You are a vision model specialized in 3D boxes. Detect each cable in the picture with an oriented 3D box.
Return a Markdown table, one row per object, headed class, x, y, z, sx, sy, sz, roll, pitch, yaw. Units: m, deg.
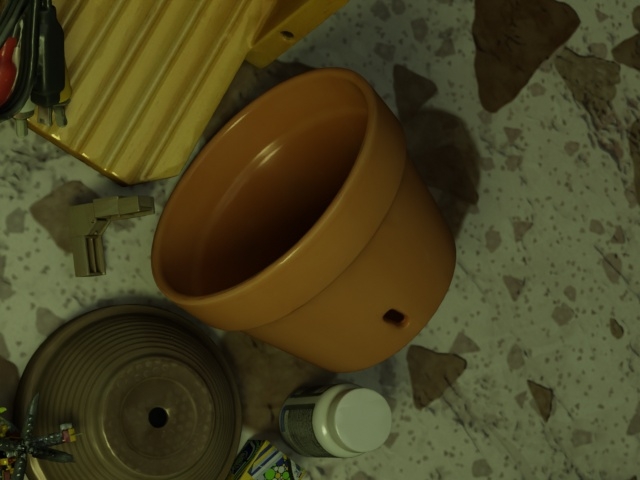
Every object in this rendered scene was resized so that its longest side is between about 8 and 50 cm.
| class | x | y | z | sx | sy | sz | roll | pitch | yaw |
| --- | --- | --- | --- | --- | --- | --- | --- | --- | --- |
| cable | -0.285 | -0.225 | 1.594 | 0.139 | 0.072 | 0.287 | -19 | 120 | -46 |

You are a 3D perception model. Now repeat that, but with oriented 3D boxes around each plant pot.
| class | x | y | z | sx | sy | sz | roll | pitch | yaw |
| --- | --- | --- | --- | --- | --- | --- | --- | --- | --- |
| plant pot | -0.180 | 0.179 | 1.691 | 0.237 | 0.109 | 0.237 | 3 | 84 | -23 |
| plant pot | 0.000 | 0.000 | 1.716 | 0.203 | 0.291 | 0.291 | 44 | 68 | -31 |

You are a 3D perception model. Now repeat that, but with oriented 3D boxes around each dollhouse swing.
| class | x | y | z | sx | sy | sz | roll | pitch | yaw |
| --- | --- | --- | --- | --- | --- | --- | --- | --- | --- |
| dollhouse swing | -0.166 | -0.270 | 1.669 | 0.346 | 0.315 | 0.305 | 34 | 61 | -17 |

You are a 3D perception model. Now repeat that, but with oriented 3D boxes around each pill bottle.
| class | x | y | z | sx | sy | sz | roll | pitch | yaw |
| --- | --- | --- | --- | --- | --- | --- | --- | --- | --- |
| pill bottle | 0.016 | 0.188 | 1.760 | 0.078 | 0.137 | 0.078 | 3 | 83 | -23 |

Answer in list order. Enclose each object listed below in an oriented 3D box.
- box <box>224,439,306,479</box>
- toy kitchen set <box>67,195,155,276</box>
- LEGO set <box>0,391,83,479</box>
| class | x | y | z | sx | sy | sz | roll | pitch | yaw |
| --- | --- | --- | --- | --- | --- | --- | --- | --- | --- |
| box | -0.090 | 0.290 | 1.747 | 0.059 | 0.054 | 0.169 | 40 | 70 | -15 |
| toy kitchen set | -0.202 | -0.005 | 1.728 | 0.068 | 0.083 | 0.075 | 1 | 82 | -66 |
| LEGO set | -0.364 | 0.293 | 1.543 | 0.255 | 0.192 | 0.331 | 12 | 78 | -26 |
